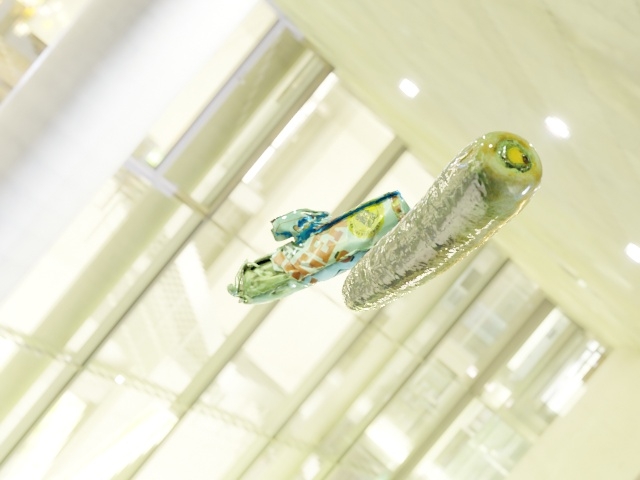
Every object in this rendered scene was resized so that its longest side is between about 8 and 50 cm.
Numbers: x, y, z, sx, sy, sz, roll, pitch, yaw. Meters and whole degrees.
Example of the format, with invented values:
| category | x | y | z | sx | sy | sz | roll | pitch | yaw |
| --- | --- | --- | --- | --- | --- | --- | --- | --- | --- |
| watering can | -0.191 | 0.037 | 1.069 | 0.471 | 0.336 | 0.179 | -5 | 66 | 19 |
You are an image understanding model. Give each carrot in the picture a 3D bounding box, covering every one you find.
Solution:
| category | x | y | z | sx | sy | sz | roll | pitch | yaw |
| --- | --- | --- | --- | --- | --- | --- | --- | --- | --- |
| carrot | 0.094 | 0.002 | 1.153 | 0.074 | 0.074 | 0.358 | 40 | 148 | -2 |

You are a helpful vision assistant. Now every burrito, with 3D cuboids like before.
| category | x | y | z | sx | sy | sz | roll | pitch | yaw |
| --- | --- | --- | --- | --- | --- | --- | --- | --- | --- |
| burrito | 0.000 | 0.000 | 1.617 | 0.054 | 0.288 | 0.104 | 11 | -124 | -65 |
